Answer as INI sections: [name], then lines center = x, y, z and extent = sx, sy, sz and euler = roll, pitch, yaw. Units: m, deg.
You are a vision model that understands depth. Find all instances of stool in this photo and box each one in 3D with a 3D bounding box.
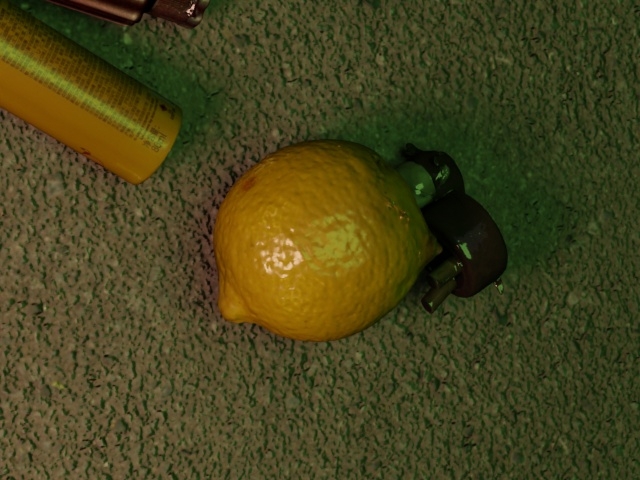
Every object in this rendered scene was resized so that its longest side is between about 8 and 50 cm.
[stool]
center = 0.142, -0.013, 2.031
extent = 0.121, 0.125, 0.217
euler = -30, 95, -19

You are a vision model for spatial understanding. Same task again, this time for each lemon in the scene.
[lemon]
center = -0.008, 0.003, 1.904
extent = 0.254, 0.228, 0.228
euler = -20, 101, -21

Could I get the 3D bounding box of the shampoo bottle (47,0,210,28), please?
[shampoo bottle]
center = -0.275, -0.312, 1.829
extent = 0.323, 0.084, 0.129
euler = 17, 55, -24

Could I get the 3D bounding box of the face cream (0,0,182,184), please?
[face cream]
center = -0.319, -0.187, 1.812
extent = 0.349, 0.105, 0.105
euler = 31, 80, -24
